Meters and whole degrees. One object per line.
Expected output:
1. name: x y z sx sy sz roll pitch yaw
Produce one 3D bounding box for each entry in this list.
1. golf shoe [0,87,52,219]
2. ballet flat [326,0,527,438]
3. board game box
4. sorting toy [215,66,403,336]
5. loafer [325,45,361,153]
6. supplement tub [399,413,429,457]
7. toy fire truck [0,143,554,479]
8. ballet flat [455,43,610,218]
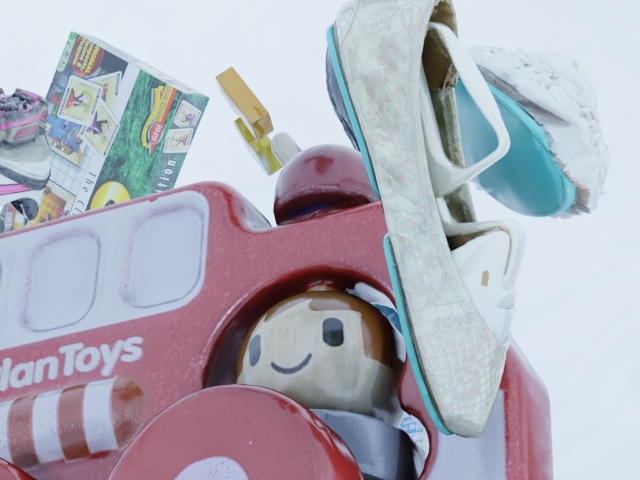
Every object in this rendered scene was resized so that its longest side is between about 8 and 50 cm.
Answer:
1. golf shoe: -0.233 -0.028 1.038 0.186 0.067 0.086 -15 116 -33
2. ballet flat: 0.046 -0.013 0.661 0.052 0.168 0.057 -17 178 21
3. board game box: -0.171 -0.002 1.260 0.030 0.136 0.259 13 102 -49
4. sorting toy: 0.000 0.000 1.617 0.041 0.307 0.229 -34 155 -9
5. loafer: 0.059 -0.095 1.473 0.076 0.223 0.078 9 146 -35
6. supplement tub: 0.082 0.159 1.188 0.071 0.107 0.071 0 159 0
7. toy fire truck: -0.053 0.080 0.771 0.302 0.254 0.169 -15 146 23
8. ballet flat: 0.145 -0.116 1.531 0.147 0.409 0.147 -4 101 -22
